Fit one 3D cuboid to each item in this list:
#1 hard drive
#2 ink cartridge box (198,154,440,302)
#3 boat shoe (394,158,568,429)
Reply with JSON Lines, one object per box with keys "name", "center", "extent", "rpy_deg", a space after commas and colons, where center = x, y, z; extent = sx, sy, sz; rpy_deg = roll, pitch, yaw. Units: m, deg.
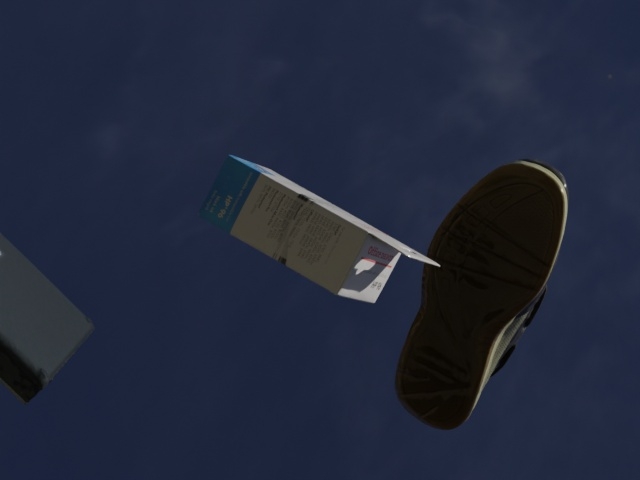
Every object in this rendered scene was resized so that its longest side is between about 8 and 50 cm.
{"name": "hard drive", "center": [-0.186, 0.020, 0.963], "extent": [0.135, 0.094, 0.022], "rpy_deg": [45, -72, -5]}
{"name": "ink cartridge box", "center": [0.000, 0.000, 0.697], "extent": [0.083, 0.048, 0.028], "rpy_deg": [29, -85, 20]}
{"name": "boat shoe", "center": [0.076, 0.019, 0.831], "extent": [0.056, 0.049, 0.152], "rpy_deg": [31, -54, 9]}
